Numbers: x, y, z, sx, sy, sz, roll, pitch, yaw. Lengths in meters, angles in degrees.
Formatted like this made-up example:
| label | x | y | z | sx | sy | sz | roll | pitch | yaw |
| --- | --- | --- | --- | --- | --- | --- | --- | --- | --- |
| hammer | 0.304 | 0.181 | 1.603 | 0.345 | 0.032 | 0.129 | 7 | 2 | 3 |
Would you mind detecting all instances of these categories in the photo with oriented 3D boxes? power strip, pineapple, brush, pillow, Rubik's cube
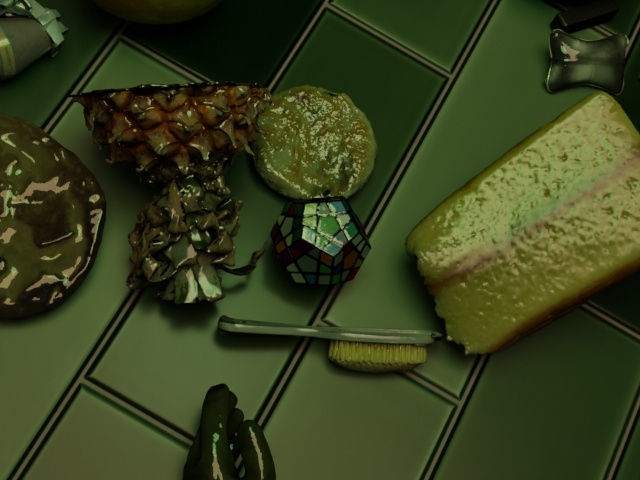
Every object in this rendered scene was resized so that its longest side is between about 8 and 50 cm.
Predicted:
| label | x | y | z | sx | sy | sz | roll | pitch | yaw |
| --- | --- | --- | --- | --- | --- | --- | --- | --- | --- |
| power strip | 0.415 | -0.353 | 1.588 | 0.111 | 0.038 | 0.029 | -20 | 74 | -19 |
| pineapple | -0.177 | -0.055 | 1.276 | 0.262 | 0.262 | 0.272 | -5 | 94 | -14 |
| brush | 0.012 | 0.137 | 1.307 | 0.296 | 0.068 | 0.060 | 5 | 93 | -9 |
| pillow | 0.409 | -0.273 | 1.546 | 0.135 | 0.055 | 0.091 | 2 | 71 | -10 |
| Rubik's cube | 0.000 | 0.000 | 1.321 | 0.133 | 0.133 | 0.112 | -4 | 98 | -14 |

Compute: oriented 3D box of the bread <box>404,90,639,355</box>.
| label | x | y | z | sx | sy | sz | roll | pitch | yaw |
| --- | --- | --- | --- | --- | --- | --- | --- | --- | --- |
| bread | 0.299 | -0.007 | 1.402 | 0.361 | 0.245 | 0.233 | -32 | 80 | 3 |

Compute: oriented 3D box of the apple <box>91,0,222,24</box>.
| label | x | y | z | sx | sy | sz | roll | pitch | yaw |
| --- | --- | --- | --- | --- | --- | --- | --- | --- | --- |
| apple | -0.216 | -0.415 | 1.361 | 0.226 | 0.246 | 0.246 | 10 | 68 | -14 |

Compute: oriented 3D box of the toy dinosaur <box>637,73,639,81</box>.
| label | x | y | z | sx | sy | sz | roll | pitch | yaw |
| --- | --- | --- | --- | --- | --- | --- | --- | --- | --- |
| toy dinosaur | 0.638 | -0.181 | 1.519 | 0.362 | 0.147 | 0.077 | 15 | 65 | 1 |

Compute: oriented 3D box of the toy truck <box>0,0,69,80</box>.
| label | x | y | z | sx | sy | sz | roll | pitch | yaw |
| --- | --- | --- | --- | --- | --- | --- | --- | --- | --- |
| toy truck | -0.467 | -0.253 | 1.323 | 0.256 | 0.108 | 0.140 | -43 | 97 | -26 |

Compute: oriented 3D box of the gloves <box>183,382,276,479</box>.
| label | x | y | z | sx | sy | sz | roll | pitch | yaw |
| --- | --- | --- | --- | --- | --- | --- | --- | --- | --- |
| gloves | -0.109 | 0.303 | 1.185 | 0.107 | 0.135 | 0.268 | 16 | 61 | -52 |

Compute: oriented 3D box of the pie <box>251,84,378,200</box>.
| label | x | y | z | sx | sy | sz | roll | pitch | yaw |
| --- | --- | --- | --- | --- | --- | --- | --- | --- | --- |
| pie | -0.011 | -0.134 | 1.409 | 0.186 | 0.041 | 0.187 | 4 | 69 | -10 |

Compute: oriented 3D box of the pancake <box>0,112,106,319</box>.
| label | x | y | z | sx | sy | sz | roll | pitch | yaw |
| --- | --- | --- | --- | --- | --- | --- | --- | --- | --- |
| pancake | -0.416 | -0.031 | 1.278 | 0.294 | 0.049 | 0.295 | 3 | 69 | -8 |
